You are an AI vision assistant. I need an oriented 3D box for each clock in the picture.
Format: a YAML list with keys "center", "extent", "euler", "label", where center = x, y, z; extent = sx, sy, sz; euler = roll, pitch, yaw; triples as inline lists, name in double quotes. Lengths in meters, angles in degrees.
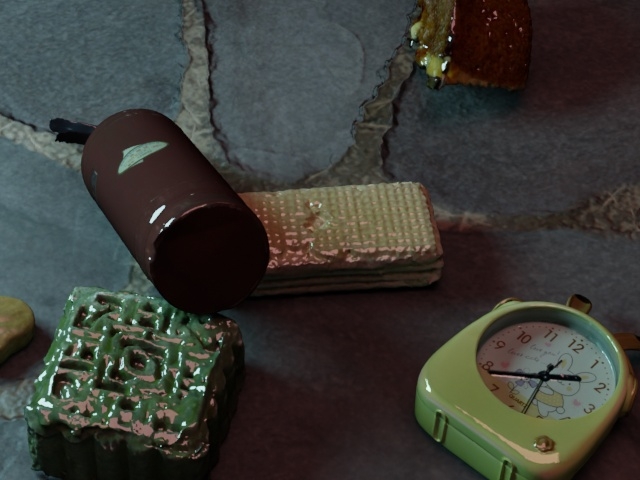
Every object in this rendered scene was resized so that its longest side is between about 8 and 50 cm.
- center: [0.213, 0.128, 1.646]
  extent: [0.170, 0.069, 0.232]
  euler: [35, 54, 26]
  label: "clock"

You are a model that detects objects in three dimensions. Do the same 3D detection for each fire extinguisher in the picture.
- center: [-0.165, -0.049, 1.715]
  extent: [0.135, 0.114, 0.337]
  euler: [10, 19, -26]
  label: "fire extinguisher"

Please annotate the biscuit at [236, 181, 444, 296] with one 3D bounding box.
- center: [0.000, 0.000, 1.755]
  extent: [0.239, 0.062, 0.108]
  euler: [-4, 48, -6]
  label: "biscuit"

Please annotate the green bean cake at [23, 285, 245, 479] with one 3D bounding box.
- center: [-0.166, 0.132, 1.605]
  extent: [0.173, 0.094, 0.181]
  euler: [12, 49, 7]
  label: "green bean cake"

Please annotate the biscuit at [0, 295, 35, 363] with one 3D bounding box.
- center: [-0.431, 0.057, 1.697]
  extent: [0.320, 0.047, 0.183]
  euler: [17, 52, 10]
  label: "biscuit"

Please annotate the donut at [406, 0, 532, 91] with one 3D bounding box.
- center: [0.169, -0.241, 1.940]
  extent: [0.126, 0.144, 0.186]
  euler: [12, 19, -19]
  label: "donut"
